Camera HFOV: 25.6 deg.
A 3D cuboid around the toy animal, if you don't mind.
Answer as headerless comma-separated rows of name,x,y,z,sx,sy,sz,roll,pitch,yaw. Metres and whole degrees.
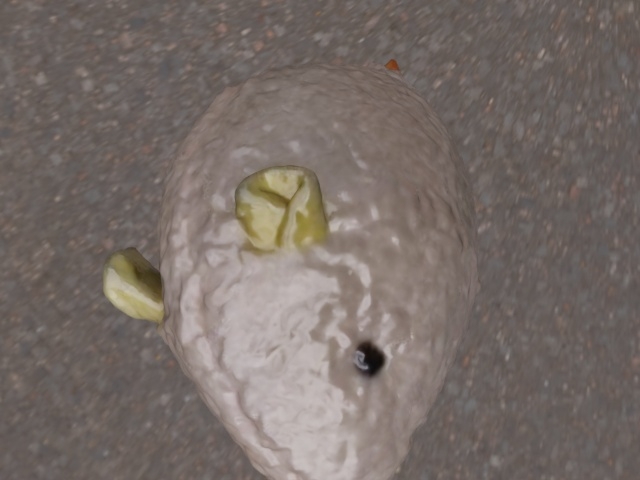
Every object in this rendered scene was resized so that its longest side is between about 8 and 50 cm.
toy animal,0.001,-0.006,0.959,0.226,0.358,0.188,36,134,-26
